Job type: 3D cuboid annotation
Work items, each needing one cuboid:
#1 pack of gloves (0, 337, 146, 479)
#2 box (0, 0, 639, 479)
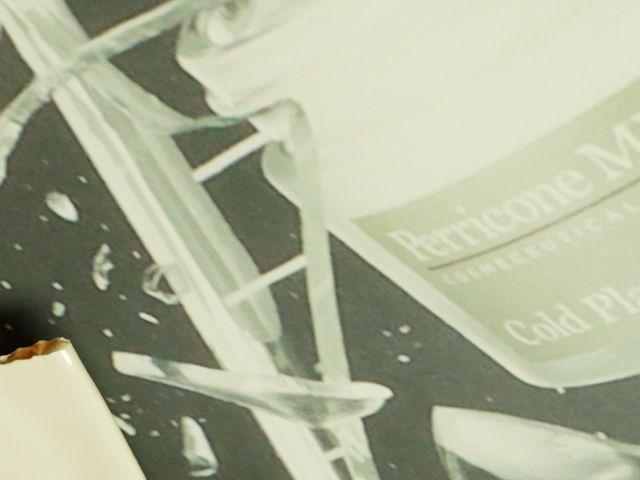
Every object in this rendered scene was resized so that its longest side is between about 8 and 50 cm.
[{"bbox_3d":[-0.118,0.114,0.591,0.195,0.046,0.232,-15,132,14],"label":"pack of gloves"},{"bbox_3d":[0.051,-0.064,0.598,0.480,0.297,0.472,-26,121,32],"label":"box"}]
